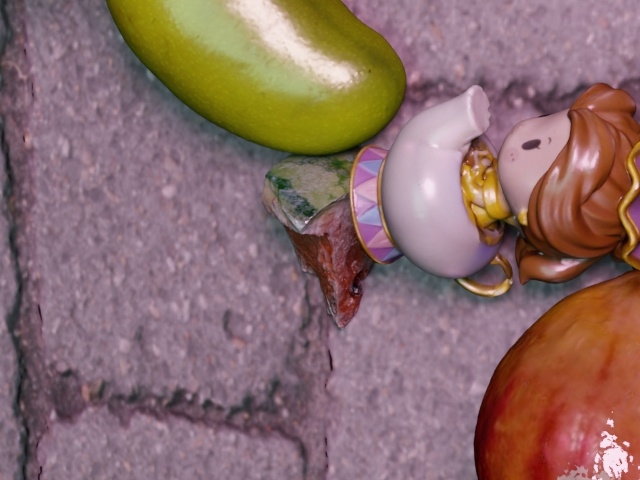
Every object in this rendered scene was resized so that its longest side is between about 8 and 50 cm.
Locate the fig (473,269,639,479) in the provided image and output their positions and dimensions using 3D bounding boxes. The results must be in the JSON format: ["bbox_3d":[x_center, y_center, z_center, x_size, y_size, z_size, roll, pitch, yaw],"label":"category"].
[{"bbox_3d":[0.224,0.163,1.300,0.224,0.224,0.263,-19,72,30],"label":"fig"}]

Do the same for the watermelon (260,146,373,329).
[{"bbox_3d":[0.013,-0.021,1.496,0.098,0.121,0.158,29,155,39],"label":"watermelon"}]

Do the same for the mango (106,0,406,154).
[{"bbox_3d":[-0.060,-0.182,1.463,0.293,0.143,0.175,39,104,8],"label":"mango"}]

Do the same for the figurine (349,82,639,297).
[{"bbox_3d":[0.161,-0.040,1.356,0.263,0.142,0.189,-6,125,28],"label":"figurine"}]
